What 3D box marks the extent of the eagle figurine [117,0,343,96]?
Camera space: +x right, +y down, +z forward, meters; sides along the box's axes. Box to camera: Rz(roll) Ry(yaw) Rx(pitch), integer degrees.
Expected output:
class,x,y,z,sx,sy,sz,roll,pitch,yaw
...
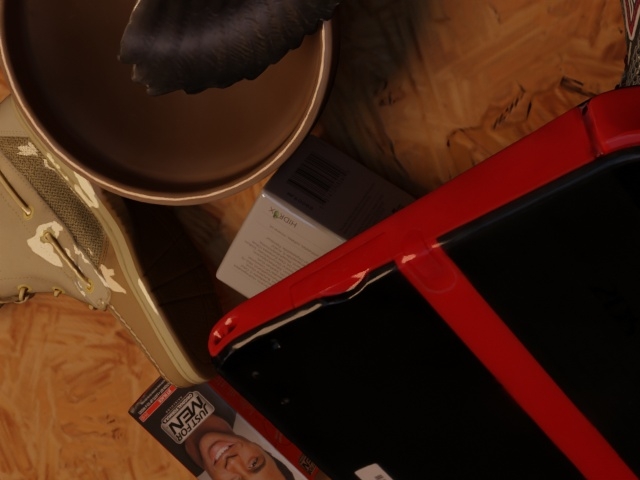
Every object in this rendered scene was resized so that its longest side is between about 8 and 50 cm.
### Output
class,x,y,z,sx,sy,sz,roll,pitch,yaw
eagle figurine,-0.062,-0.228,0.725,0.225,0.298,0.226,4,79,-23

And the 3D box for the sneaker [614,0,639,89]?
class,x,y,z,sx,sy,sz,roll,pitch,yaw
sneaker,0.204,-0.048,0.861,0.112,0.121,0.299,2,108,16

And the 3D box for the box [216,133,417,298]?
class,x,y,z,sx,sy,sz,roll,pitch,yaw
box,0.000,0.000,0.934,0.102,0.101,0.087,33,124,2

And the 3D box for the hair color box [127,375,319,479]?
class,x,y,z,sx,sy,sz,roll,pitch,yaw
hair color box,-0.074,0.154,1.041,0.141,0.043,0.072,43,112,-2

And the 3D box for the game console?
class,x,y,z,sx,sy,sz,roll,pitch,yaw
game console,0.171,0.104,0.851,0.342,0.060,0.386,-28,122,24

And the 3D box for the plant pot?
class,x,y,z,sx,sy,sz,roll,pitch,yaw
plant pot,-0.095,-0.152,0.912,0.237,0.110,0.237,5,109,13

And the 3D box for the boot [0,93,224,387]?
class,x,y,z,sx,sy,sz,roll,pitch,yaw
boot,-0.208,0.032,1.005,0.203,0.095,0.262,-35,90,21
